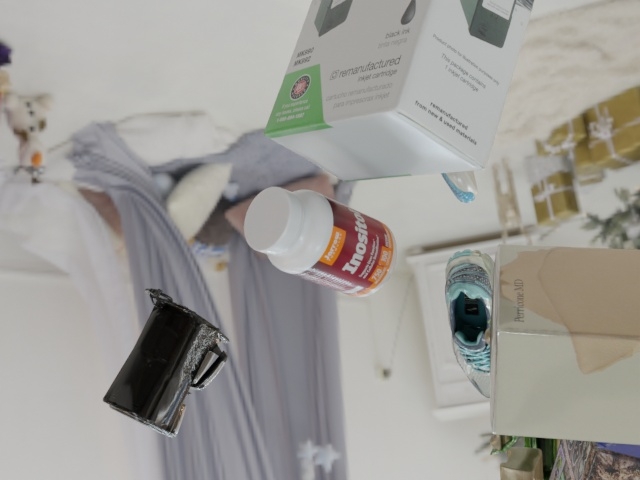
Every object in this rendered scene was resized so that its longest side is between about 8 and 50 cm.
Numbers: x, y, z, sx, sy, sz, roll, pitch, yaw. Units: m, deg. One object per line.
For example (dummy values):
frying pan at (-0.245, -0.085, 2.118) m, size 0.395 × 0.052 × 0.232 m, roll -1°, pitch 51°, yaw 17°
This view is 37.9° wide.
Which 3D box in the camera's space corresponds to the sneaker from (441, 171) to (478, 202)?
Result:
sneaker at (0.211, -0.165, 1.451) m, size 0.092 × 0.229 × 0.087 m, roll -19°, pitch 151°, yaw 11°

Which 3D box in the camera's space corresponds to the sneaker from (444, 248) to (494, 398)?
sneaker at (0.258, 0.164, 1.576) m, size 0.110 × 0.283 × 0.122 m, roll -9°, pitch -155°, yaw 21°

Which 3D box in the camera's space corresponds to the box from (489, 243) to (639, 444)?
box at (0.308, 0.094, 0.828) m, size 0.311 × 0.148 × 0.121 m, roll 2°, pitch 122°, yaw 9°

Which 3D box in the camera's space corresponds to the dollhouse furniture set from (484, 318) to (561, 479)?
dollhouse furniture set at (0.296, 0.203, 1.089) m, size 0.151 × 0.302 × 0.197 m, roll 2°, pitch -160°, yaw 26°

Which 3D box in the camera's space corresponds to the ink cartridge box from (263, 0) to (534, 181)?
ink cartridge box at (0.087, -0.214, 0.897) m, size 0.121 × 0.289 × 0.211 m, roll 27°, pitch 164°, yaw -32°

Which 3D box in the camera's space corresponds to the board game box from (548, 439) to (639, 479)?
board game box at (0.345, 0.330, 0.954) m, size 0.232 × 0.291 × 0.141 m, roll 12°, pitch -161°, yaw 6°

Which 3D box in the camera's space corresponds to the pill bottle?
pill bottle at (0.000, 0.000, 0.937) m, size 0.086 × 0.086 × 0.152 m, roll -22°, pitch 150°, yaw 38°

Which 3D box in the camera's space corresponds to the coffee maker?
coffee maker at (-0.245, 0.186, 1.400) m, size 0.171 × 0.178 × 0.120 m, roll 38°, pitch 159°, yaw -31°
